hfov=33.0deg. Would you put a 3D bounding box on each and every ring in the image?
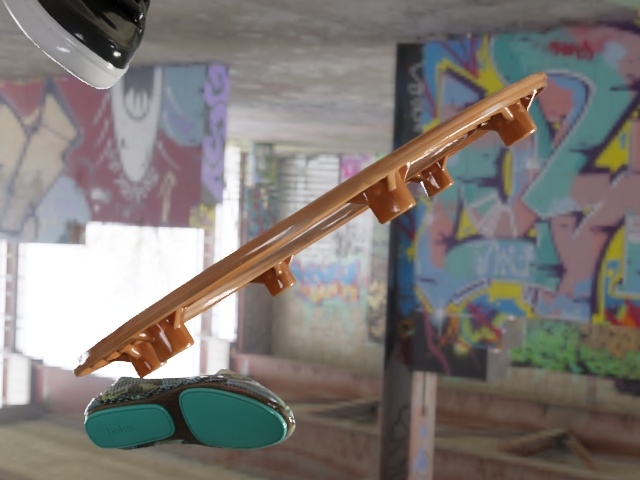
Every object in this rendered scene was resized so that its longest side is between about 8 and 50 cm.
[{"bbox_3d":[0.000,0.000,0.670,0.336,0.032,0.336,-31,179,-1],"label":"ring"}]

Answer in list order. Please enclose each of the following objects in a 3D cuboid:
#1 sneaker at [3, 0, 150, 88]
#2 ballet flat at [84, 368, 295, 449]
[{"bbox_3d":[-0.115,-0.179,0.618,0.079,0.121,0.217,37,-163,-30],"label":"sneaker"},{"bbox_3d":[-0.099,0.127,0.851,0.188,0.070,0.070,-4,179,24],"label":"ballet flat"}]
